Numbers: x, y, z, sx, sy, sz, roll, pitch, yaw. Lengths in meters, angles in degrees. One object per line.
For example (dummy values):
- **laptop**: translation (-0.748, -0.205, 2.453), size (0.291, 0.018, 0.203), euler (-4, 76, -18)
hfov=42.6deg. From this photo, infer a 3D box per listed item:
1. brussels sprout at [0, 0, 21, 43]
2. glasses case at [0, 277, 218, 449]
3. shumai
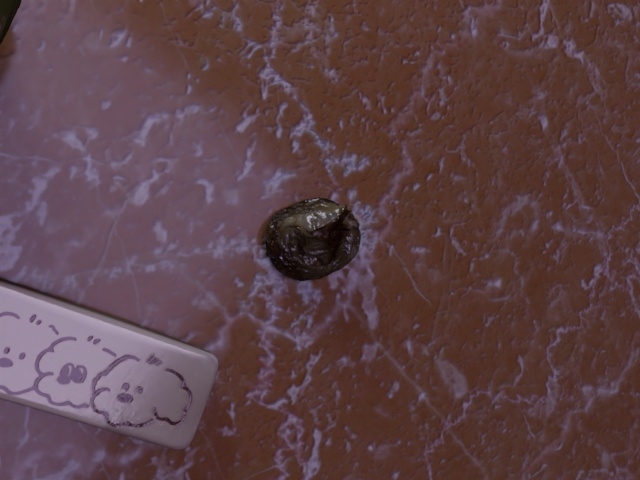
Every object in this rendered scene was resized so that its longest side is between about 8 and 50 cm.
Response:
- **brussels sprout**: translation (-0.493, -0.253, 0.909), size (0.328, 0.328, 0.247), euler (-42, 95, -16)
- **glasses case**: translation (-0.312, 0.164, 1.089), size (0.337, 0.076, 0.143), euler (22, 82, -20)
- **shumai**: translation (-0.011, 0.000, 1.206), size (0.139, 0.105, 0.123), euler (-5, 96, 4)
